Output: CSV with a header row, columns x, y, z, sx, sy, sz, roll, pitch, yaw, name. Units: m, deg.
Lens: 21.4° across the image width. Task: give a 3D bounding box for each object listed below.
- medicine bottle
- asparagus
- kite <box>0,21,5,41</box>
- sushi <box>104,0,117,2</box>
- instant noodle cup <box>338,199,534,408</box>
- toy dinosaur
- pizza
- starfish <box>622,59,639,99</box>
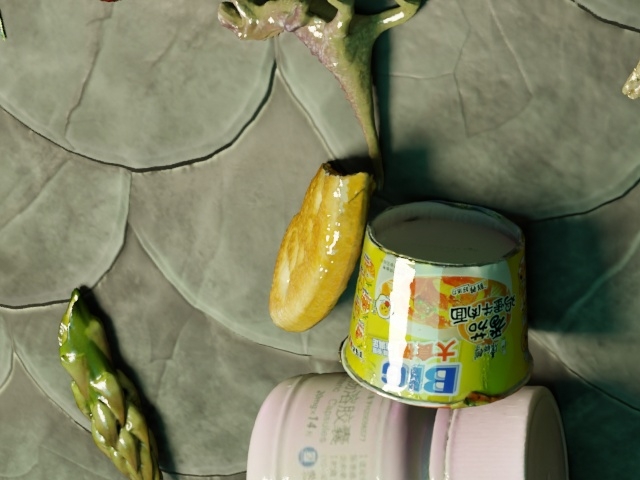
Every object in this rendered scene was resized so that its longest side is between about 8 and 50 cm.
x,y,z,sx,sy,sz,roll,pitch,yaw,name
0.098,0.258,1.814,0.302,0.241,0.241,-4,119,20,medicine bottle
-0.262,0.194,2.077,0.080,0.080,0.287,-12,115,34,asparagus
-0.388,-0.275,1.878,0.122,0.004,0.090,37,131,2,kite
-0.162,-0.329,1.647,0.225,0.126,0.136,-26,108,44,sushi
0.124,0.056,1.709,0.205,0.205,0.153,14,116,20,instant noodle cup
0.022,-0.184,1.690,0.251,0.072,0.200,35,142,-12,toy dinosaur
0.000,0.007,1.783,0.056,0.134,0.271,7,131,-15,pizza
0.349,-0.200,1.500,0.295,0.048,0.231,26,129,13,starfish
